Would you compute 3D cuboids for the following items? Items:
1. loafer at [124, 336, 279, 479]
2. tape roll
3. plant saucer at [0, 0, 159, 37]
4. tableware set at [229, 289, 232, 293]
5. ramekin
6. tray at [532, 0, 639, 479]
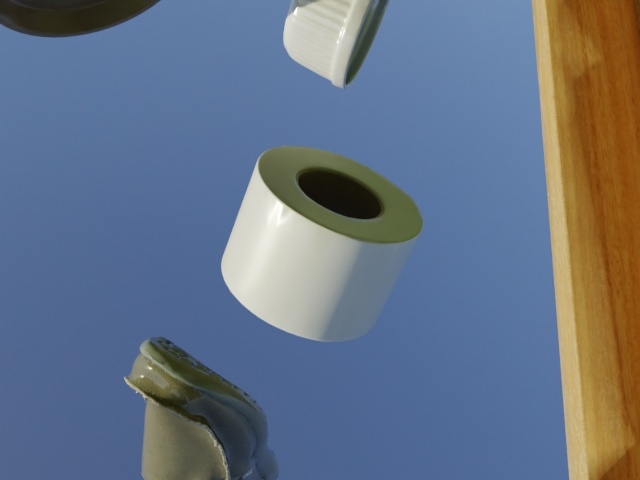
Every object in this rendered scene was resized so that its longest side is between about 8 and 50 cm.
[{"bbox_3d":[-0.094,0.165,0.590,0.094,0.251,0.087,27,-117,28],"label":"loafer"},{"bbox_3d":[0.000,0.000,1.054,0.246,0.169,0.246,18,-152,-10],"label":"tape roll"},{"bbox_3d":[-0.291,-0.350,0.941,0.277,0.278,0.041,-19,-101,-35],"label":"plant saucer"},{"bbox_3d":[-0.079,0.082,1.236,0.154,0.104,0.024,10,-139,17],"label":"tableware set"},{"bbox_3d":[0.028,-0.337,1.098,0.109,0.207,0.207,24,-136,5],"label":"ramekin"},{"bbox_3d":[0.166,-0.077,0.283,0.076,0.203,0.411,11,-118,-10],"label":"tray"}]
